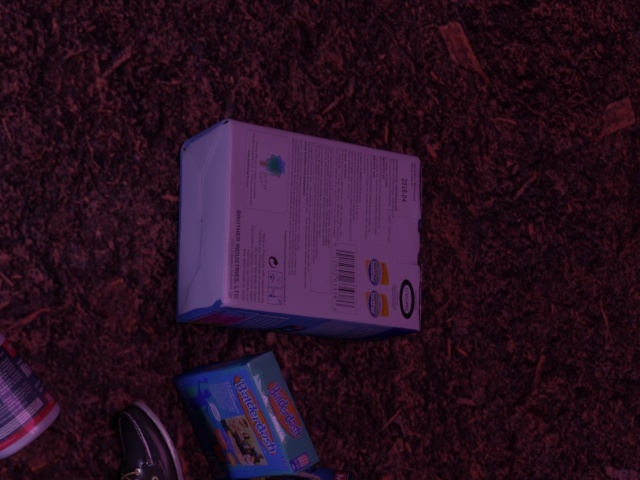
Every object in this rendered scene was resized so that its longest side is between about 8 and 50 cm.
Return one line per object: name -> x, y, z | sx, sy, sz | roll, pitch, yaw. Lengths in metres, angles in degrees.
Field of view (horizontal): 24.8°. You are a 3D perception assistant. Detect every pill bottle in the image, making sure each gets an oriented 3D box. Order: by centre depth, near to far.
pill bottle -> -0.419, 0.174, 1.817 | 0.108, 0.108, 0.180 | -44, 105, -32

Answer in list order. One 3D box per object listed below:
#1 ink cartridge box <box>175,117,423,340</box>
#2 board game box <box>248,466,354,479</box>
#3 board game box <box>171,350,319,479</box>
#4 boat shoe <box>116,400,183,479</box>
ink cartridge box -> 0.000, 0.000, 2.103 | 0.396, 0.151, 0.269 | 8, 76, -30
board game box -> -0.015, 0.410, 1.997 | 0.194, 0.060, 0.194 | 7, 59, 9
board game box -> -0.103, 0.238, 1.949 | 0.047, 0.210, 0.160 | -25, 95, -34
boat shoe -> -0.223, 0.326, 1.928 | 0.069, 0.081, 0.227 | -25, 98, -36
